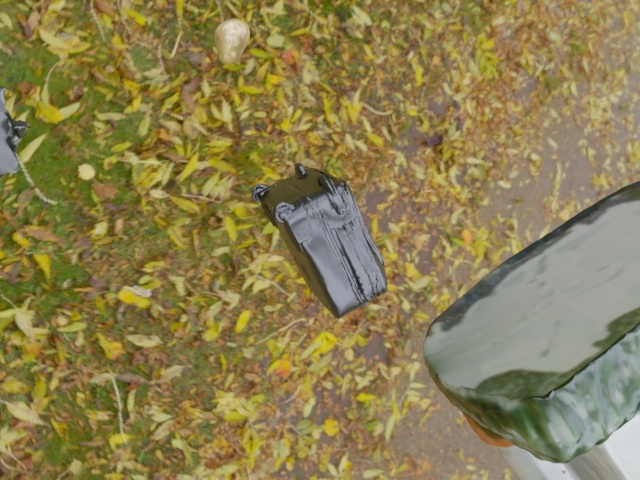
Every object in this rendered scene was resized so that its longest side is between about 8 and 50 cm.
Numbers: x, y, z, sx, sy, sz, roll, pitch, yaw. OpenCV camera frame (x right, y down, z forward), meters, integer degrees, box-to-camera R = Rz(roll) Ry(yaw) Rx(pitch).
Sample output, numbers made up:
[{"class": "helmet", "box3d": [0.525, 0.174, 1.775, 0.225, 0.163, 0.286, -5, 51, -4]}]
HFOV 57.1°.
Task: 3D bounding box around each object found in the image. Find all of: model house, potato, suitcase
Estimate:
[{"class": "model house", "box3d": [0.264, 0.133, 0.428, 0.271, 0.190, 0.301, -34, 93, -12]}, {"class": "potato", "box3d": [-0.163, -0.364, 1.079, 0.068, 0.062, 0.083, -12, 120, -28]}, {"class": "suitcase", "box3d": [0.000, 0.000, 1.394, 0.188, 0.345, 0.339, -28, 109, -10]}]

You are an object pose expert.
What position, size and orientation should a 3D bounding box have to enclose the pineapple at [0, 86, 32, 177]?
[{"class": "pineapple", "box3d": [-0.319, -0.086, 0.396, 0.158, 0.278, 0.158, -48, 150, -41]}]
